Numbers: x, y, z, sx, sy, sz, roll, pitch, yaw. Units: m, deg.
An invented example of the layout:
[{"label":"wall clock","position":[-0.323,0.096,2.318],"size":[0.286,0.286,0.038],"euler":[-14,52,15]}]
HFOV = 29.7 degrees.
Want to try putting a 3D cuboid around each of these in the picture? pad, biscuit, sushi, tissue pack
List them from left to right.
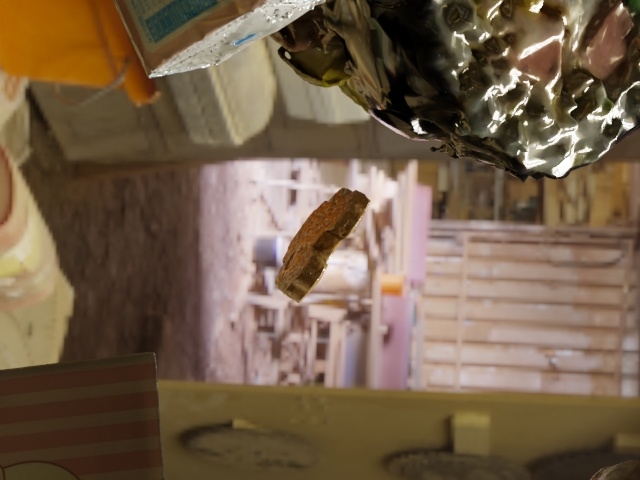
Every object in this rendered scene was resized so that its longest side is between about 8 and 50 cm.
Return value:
[{"label":"pad","position":[-0.228,0.248,1.022],"size":[0.005,0.202,0.299],"euler":[83,0,-69]},{"label":"tissue pack","position":[-0.052,-0.123,0.496],"size":[0.059,0.074,0.094],"euler":[-22,89,-59]},{"label":"biscuit","position":[-0.002,0.003,1.387],"size":[0.144,0.040,0.236],"euler":[-49,-174,-1]},{"label":"sushi","position":[0.119,-0.232,0.974],"size":[0.329,0.285,0.327],"euler":[22,89,-40]}]

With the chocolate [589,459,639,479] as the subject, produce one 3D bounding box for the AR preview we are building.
[{"label":"chocolate","position":[0.205,0.257,0.860],"size":[0.214,0.148,0.093],"euler":[-51,170,32]}]
